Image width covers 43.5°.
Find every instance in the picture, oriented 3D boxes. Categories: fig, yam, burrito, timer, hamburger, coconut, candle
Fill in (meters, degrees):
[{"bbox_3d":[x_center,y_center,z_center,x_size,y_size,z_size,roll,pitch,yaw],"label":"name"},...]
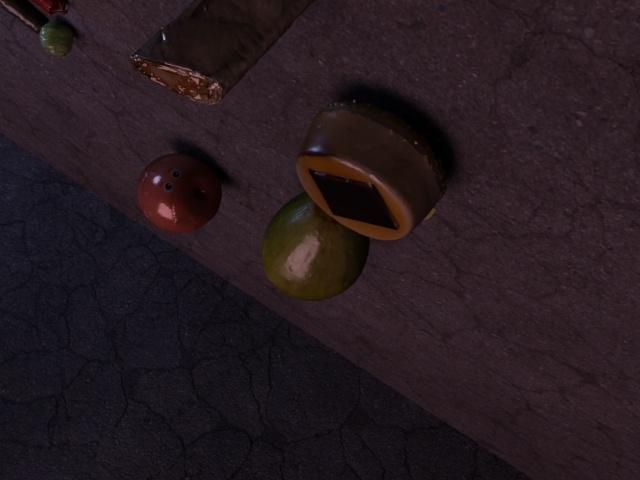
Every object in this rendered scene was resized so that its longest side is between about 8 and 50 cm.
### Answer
[{"bbox_3d":[0.000,0.000,1.908,0.258,0.258,0.326,34,146,1],"label":"fig"},{"bbox_3d":[-0.818,-0.629,2.033,0.274,0.061,0.061,40,162,-21],"label":"yam"},{"bbox_3d":[-0.137,-0.322,1.225,0.143,0.299,0.105,46,175,13],"label":"burrito"},{"bbox_3d":[-0.404,-0.137,2.296,0.215,0.229,0.229,11,152,40],"label":"timer"},{"bbox_3d":[0.094,-0.137,1.500,0.302,0.170,0.302,29,157,13],"label":"hamburger"},{"bbox_3d":[-0.666,-0.513,2.024,0.088,0.096,0.088,1,-178,0],"label":"coconut"},{"bbox_3d":[-0.652,-0.573,1.888,0.131,0.052,0.052,34,163,-3],"label":"candle"}]
